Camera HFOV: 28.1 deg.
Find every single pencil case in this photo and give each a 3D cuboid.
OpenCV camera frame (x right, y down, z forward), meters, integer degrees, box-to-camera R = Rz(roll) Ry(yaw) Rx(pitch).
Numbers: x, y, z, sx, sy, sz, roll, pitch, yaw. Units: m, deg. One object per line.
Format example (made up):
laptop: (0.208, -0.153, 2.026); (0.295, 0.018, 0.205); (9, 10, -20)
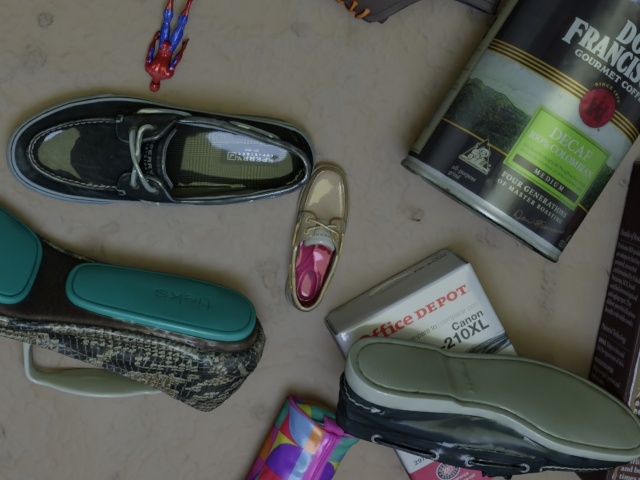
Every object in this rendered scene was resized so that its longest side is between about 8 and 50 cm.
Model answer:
pencil case: (-0.044, 0.295, 1.450); (0.104, 0.104, 0.236); (24, 94, -9)

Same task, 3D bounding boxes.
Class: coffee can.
coffee can: (0.243, -0.144, 1.369); (0.201, 0.201, 0.275); (32, 94, -10)

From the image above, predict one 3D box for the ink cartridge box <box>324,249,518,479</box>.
ink cartridge box: (0.136, 0.155, 1.449); (0.172, 0.100, 0.237); (-29, 100, -2)

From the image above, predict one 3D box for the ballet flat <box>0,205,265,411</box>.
ballet flat: (-0.303, 0.075, 1.374); (0.483, 0.164, 0.182); (22, 122, -11)

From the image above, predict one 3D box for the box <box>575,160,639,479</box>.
box: (0.425, 0.113, 1.458); (0.191, 0.143, 0.381); (10, 98, -7)

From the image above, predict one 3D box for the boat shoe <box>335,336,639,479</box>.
boat shoe: (0.174, 0.197, 1.355); (0.340, 0.127, 0.113); (11, 127, -16)

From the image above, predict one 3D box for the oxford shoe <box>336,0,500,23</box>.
oxford shoe: (0.029, -0.297, 1.364); (0.364, 0.130, 0.132); (0, 104, -6)

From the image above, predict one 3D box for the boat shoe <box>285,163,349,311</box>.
boat shoe: (0.000, 0.000, 1.433); (0.063, 0.059, 0.170); (8, 97, -7)

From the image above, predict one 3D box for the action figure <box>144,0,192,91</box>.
action figure: (-0.165, -0.217, 1.400); (0.038, 0.030, 0.115); (20, 100, -3)

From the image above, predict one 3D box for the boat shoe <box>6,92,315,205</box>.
boat shoe: (-0.169, -0.097, 1.370); (0.335, 0.119, 0.121); (-2, 98, -6)
